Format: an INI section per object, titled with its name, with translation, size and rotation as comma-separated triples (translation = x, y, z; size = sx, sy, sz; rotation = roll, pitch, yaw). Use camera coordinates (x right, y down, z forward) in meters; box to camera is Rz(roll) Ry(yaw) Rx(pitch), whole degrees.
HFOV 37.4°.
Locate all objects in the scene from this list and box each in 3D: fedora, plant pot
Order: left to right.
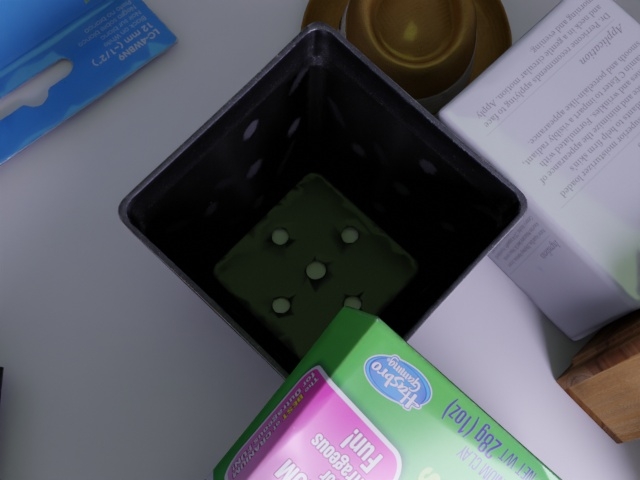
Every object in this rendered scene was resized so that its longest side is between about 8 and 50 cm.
[plant pot]
translation = 0.000, 0.000, 0.662
size = 0.187, 0.167, 0.188
rotation = 42, 78, 9
[fedora]
translation = 0.074, -0.176, 0.768
size = 0.194, 0.079, 0.194
rotation = 1, 72, -4

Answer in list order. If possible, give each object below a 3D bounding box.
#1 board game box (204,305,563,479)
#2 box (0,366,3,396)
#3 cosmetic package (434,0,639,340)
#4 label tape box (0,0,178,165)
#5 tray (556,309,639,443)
[board game box]
translation = 0.009, 0.234, 0.518
size = 0.242, 0.064, 0.316
rotation = 41, 82, -12
[box]
translation = -0.299, 0.135, 0.630
size = 0.162, 0.029, 0.116
rotation = 11, 73, -37
[cosmetic package]
translation = 0.188, -0.051, 0.682
size = 0.151, 0.151, 0.184
rotation = -41, 81, -10
[label tape box]
translation = -0.317, -0.235, 0.743
size = 0.249, 0.115, 0.348
rotation = -38, 77, -14
[tray]
translation = 0.355, -0.032, 0.678
size = 0.411, 0.203, 0.076
rotation = -43, 79, -15
